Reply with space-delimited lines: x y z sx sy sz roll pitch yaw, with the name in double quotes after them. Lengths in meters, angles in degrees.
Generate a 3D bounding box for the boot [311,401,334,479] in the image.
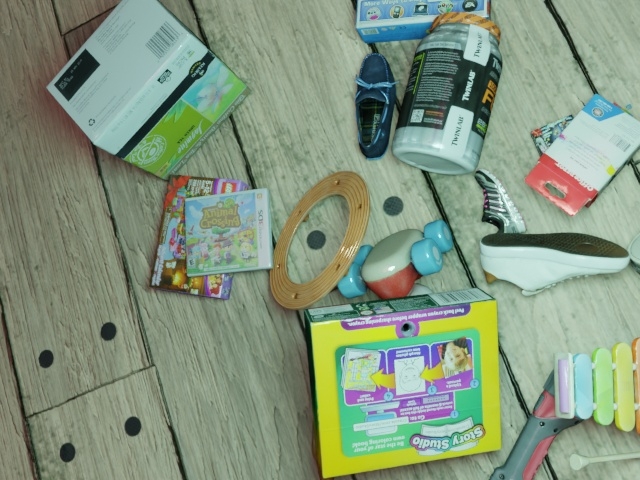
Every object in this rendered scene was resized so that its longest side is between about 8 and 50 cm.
0.017 0.415 1.523 0.073 0.197 0.152 3 119 15 "boot"

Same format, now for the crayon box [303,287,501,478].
0.162 0.274 1.366 0.363 0.106 0.313 -6 102 -8 "crayon box"

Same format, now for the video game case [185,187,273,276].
-0.220 -0.018 1.661 0.212 0.023 0.193 -6 79 13 "video game case"

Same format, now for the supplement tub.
0.280 -0.316 1.517 0.194 0.193 0.316 13 85 20 "supplement tub"

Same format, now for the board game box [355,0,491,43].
0.247 -0.633 1.644 0.308 0.086 0.302 1 80 19 "board game box"

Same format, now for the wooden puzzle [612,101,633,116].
0.629 -0.261 1.488 0.049 0.006 0.083 43 95 21 "wooden puzzle"

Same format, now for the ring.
0.000 0.000 1.545 0.336 0.032 0.336 -36 38 35 "ring"

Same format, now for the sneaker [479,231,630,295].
0.477 0.054 1.432 0.290 0.106 0.123 4 117 28 "sneaker"

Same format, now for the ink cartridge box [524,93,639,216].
0.541 -0.165 1.431 0.134 0.078 0.231 42 93 20 "ink cartridge box"

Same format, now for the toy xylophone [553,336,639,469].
0.557 0.300 1.300 0.323 0.081 0.236 -3 83 -24 "toy xylophone"

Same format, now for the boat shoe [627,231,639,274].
0.751 -0.046 1.373 0.335 0.095 0.112 -41 34 4 "boat shoe"

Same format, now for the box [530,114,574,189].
0.522 -0.190 1.500 0.094 0.027 0.137 -23 74 14 "box"

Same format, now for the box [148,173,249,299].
-0.301 -0.011 1.728 0.201 0.057 0.293 6 82 19 "box"

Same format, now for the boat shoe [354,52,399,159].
0.131 -0.321 1.623 0.109 0.089 0.258 -8 77 17 "boat shoe"

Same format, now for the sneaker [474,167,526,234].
0.372 -0.076 1.509 0.075 0.063 0.170 -31 77 5 "sneaker"

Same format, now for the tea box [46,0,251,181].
-0.401 -0.365 1.685 0.329 0.323 0.220 -46 69 7 "tea box"

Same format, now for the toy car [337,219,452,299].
0.193 0.112 1.500 0.219 0.210 0.238 -20 103 28 "toy car"

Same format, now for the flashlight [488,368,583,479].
0.439 0.410 1.384 0.103 0.103 0.304 28 94 50 "flashlight"
